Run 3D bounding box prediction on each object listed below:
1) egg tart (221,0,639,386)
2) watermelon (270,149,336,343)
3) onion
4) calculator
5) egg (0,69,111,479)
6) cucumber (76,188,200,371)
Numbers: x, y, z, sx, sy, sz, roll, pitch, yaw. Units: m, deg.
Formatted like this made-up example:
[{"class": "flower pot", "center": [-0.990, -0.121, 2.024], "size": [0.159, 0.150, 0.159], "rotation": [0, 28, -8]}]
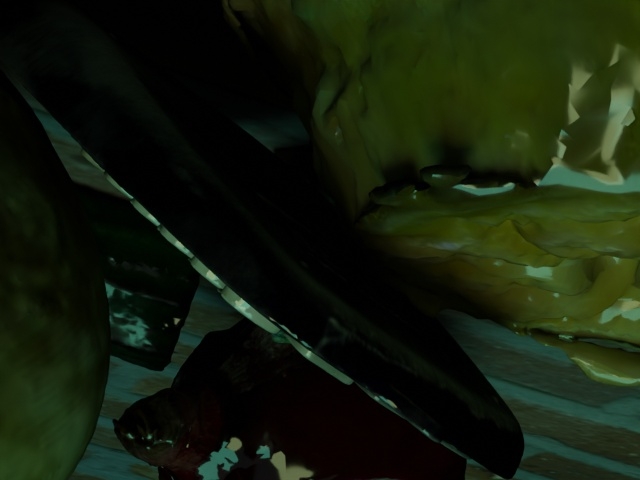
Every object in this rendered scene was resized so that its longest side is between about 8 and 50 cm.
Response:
[{"class": "egg tart", "center": [0.108, -0.033, 0.635], "size": [0.315, 0.120, 0.315], "rotation": [9, 162, 3]}, {"class": "watermelon", "center": [0.005, 0.003, 0.869], "size": [0.084, 0.092, 0.072], "rotation": [30, -167, -25]}, {"class": "onion", "center": [-0.028, 0.090, 1.019], "size": [0.198, 0.135, 0.173], "rotation": [27, 121, -40]}, {"class": "calculator", "center": [-0.026, -0.003, 0.704], "size": [0.177, 0.040, 0.268], "rotation": [35, -171, -41]}, {"class": "egg", "center": [-0.203, 0.012, 0.726], "size": [0.289, 0.238, 0.238], "rotation": [23, 171, 37]}, {"class": "cucumber", "center": [-0.173, 0.002, 0.977], "size": [0.244, 0.063, 0.115], "rotation": [19, 158, -18]}]
